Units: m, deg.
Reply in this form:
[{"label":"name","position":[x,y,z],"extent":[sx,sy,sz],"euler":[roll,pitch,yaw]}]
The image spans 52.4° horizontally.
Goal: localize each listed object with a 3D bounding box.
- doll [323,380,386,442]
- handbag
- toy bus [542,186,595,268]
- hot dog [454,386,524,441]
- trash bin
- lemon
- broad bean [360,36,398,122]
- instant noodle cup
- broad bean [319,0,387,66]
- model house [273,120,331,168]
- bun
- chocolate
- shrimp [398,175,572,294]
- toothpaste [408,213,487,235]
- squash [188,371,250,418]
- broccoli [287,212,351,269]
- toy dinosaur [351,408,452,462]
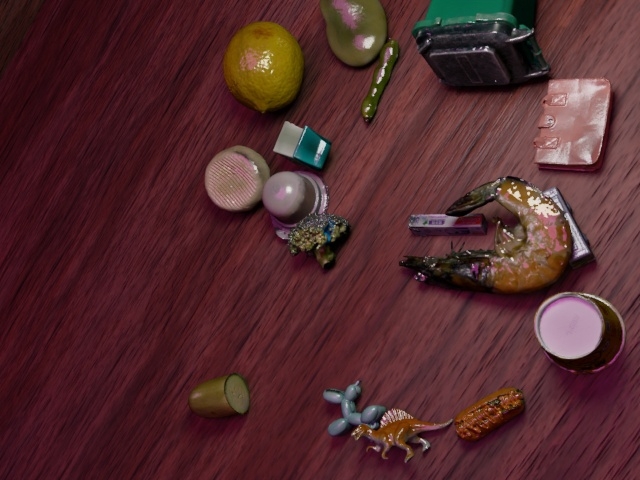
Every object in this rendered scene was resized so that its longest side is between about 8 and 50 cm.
[{"label":"doll","position":[0.088,0.439,1.645],"extent":[0.159,0.059,0.159],"euler":[-25,63,25]},{"label":"handbag","position":[0.589,-0.272,1.522],"extent":[0.157,0.059,0.212],"euler":[9,82,34]},{"label":"toy bus","position":[0.549,-0.032,1.471],"extent":[0.064,0.075,0.190],"euler":[-30,64,24]},{"label":"hot dog","position":[0.378,0.394,1.475],"extent":[0.188,0.055,0.072],"euler":[-38,61,17]},{"label":"trash bin","position":[0.423,-0.592,1.601],"extent":[0.295,0.259,0.381],"euler":[7,78,34]},{"label":"lemon","position":[-0.170,-0.522,1.963],"extent":[0.267,0.267,0.267],"euler":[-9,72,30]},{"label":"broad bean","position":[0.166,-0.451,1.847],"extent":[0.052,0.053,0.256],"euler":[21,89,-3]},{"label":"instant noodle cup","position":[0.537,0.188,1.376],"extent":[0.182,0.144,0.182],"euler":[-9,73,30]},{"label":"broad bean","position":[0.103,-0.633,1.912],"extent":[0.189,0.121,0.263],"euler":[-26,79,19]},{"label":"model house","position":[-0.037,-0.267,1.878],"extent":[0.149,0.127,0.100],"euler":[24,91,38]},{"label":"bun","position":[-0.244,-0.188,1.999],"extent":[0.222,0.127,0.222],"euler":[4,100,21]},{"label":"chocolate","position":[-0.098,-0.119,1.866],"extent":[0.221,0.147,0.221],"euler":[-6,79,32]},{"label":"shrimp","position":[0.366,0.001,1.533],"extent":[0.445,0.085,0.272],"euler":[-11,88,41]},{"label":"toothpaste","position":[0.320,-0.039,1.641],"extent":[0.196,0.047,0.040],"euler":[0,63,33]},{"label":"squash","position":[-0.303,0.449,1.856],"extent":[0.187,0.123,0.123],"euler":[-17,68,27]},{"label":"broccoli","position":[0.000,0.000,1.794],"extent":[0.154,0.167,0.160],"euler":[-22,93,60]},{"label":"toy dinosaur","position":[0.196,0.456,1.565],"extent":[0.212,0.057,0.142],"euler":[-34,57,-14]}]
